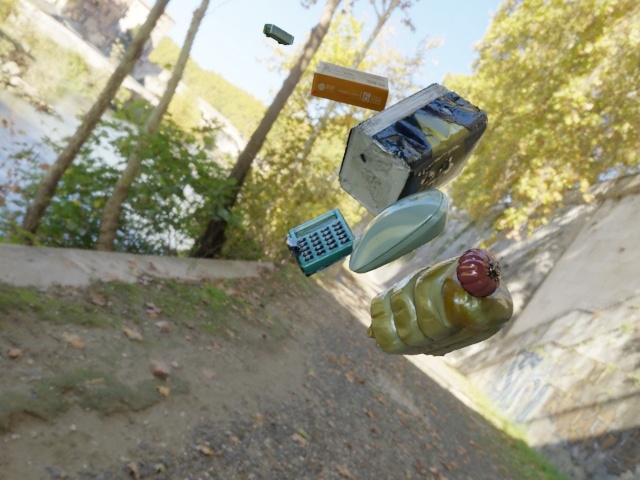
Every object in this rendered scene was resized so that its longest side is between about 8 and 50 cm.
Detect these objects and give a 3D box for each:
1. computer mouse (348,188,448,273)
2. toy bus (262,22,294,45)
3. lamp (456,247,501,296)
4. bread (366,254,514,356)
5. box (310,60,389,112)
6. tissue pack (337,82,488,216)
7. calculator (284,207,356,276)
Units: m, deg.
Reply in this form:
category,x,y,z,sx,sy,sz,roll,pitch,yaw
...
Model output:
category,x,y,z,sx,sy,sz,roll,pitch,yaw
computer mouse,0.175,-0.031,1.327,0.097,0.288,0.159,51,27,-23
toy bus,-0.107,-0.521,1.407,0.037,0.031,0.083,17,3,40
lamp,0.338,0.068,1.187,0.107,0.108,0.092,38,-37,-30
bread,0.299,0.156,1.371,0.300,0.210,0.341,1,-24,-27
box,0.107,-0.553,1.985,0.273,0.091,0.221,15,28,0
tissue pack,0.279,-0.278,1.712,0.253,0.416,0.264,43,-36,22
calculator,0.000,0.000,2.119,0.058,0.248,0.274,63,2,-38
